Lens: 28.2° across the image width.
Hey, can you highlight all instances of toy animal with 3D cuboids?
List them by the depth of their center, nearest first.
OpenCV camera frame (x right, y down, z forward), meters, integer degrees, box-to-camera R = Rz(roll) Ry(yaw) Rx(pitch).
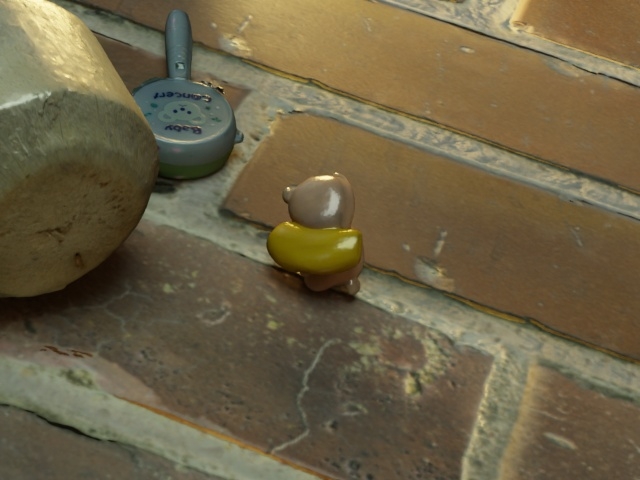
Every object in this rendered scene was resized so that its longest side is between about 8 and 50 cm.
[{"bbox_3d":[0.000,0.000,1.207,0.091,0.082,0.114,-19,58,12],"label":"toy animal"}]

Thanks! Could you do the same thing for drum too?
[{"bbox_3d":[-0.131,-0.160,1.354,0.130,0.049,0.253,14,43,1],"label":"drum"}]

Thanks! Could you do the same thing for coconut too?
[{"bbox_3d":[-0.280,-0.091,1.116,0.237,0.237,0.266,-16,56,-28],"label":"coconut"}]
